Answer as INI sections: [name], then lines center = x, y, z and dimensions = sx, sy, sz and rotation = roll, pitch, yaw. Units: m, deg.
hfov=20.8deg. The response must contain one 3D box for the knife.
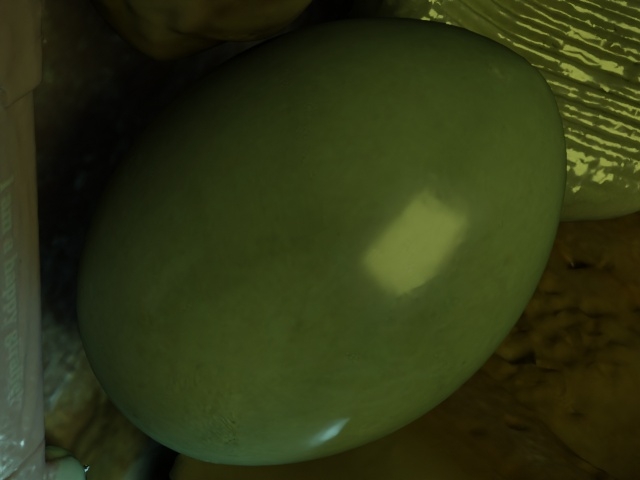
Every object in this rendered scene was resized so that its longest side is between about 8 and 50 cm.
[knife]
center = -0.153, 0.034, 0.775
dimensions = 0.132, 0.038, 0.398
rotation = -46, 152, -44

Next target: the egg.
[egg]
center = 0.000, 0.000, 0.805
dimensions = 0.253, 0.186, 0.186
rotation = -35, 133, 16

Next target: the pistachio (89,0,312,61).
[pistachio]
center = -0.041, -0.181, 0.788
dimensions = 0.129, 0.131, 0.206
rotation = 18, 78, -5

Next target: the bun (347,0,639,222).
[bun]
center = 0.115, -0.117, 0.948
dimensions = 0.231, 0.133, 0.231
rotation = 0, 92, -18

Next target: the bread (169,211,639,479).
[bread]
center = 0.163, 0.168, 0.945
dimensions = 0.361, 0.394, 0.250
rotation = -31, 139, -31
